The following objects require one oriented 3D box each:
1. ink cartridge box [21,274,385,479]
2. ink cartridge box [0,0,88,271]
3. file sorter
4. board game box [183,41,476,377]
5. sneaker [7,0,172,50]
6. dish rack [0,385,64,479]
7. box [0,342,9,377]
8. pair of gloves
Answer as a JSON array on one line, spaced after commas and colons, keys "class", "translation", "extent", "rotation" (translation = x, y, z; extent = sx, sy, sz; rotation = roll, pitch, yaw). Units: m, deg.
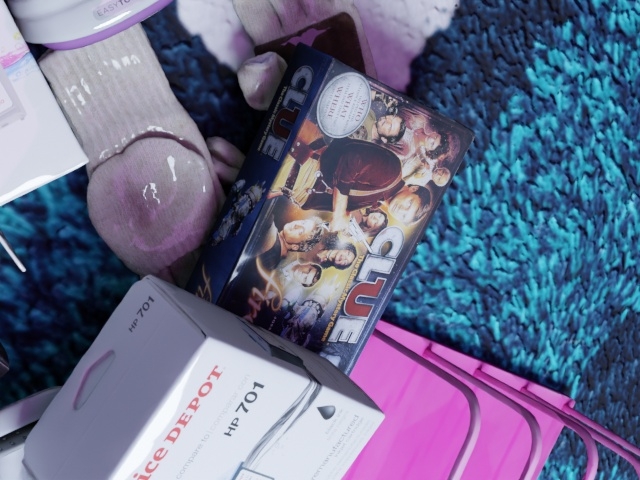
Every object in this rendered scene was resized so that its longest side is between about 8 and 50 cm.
[{"class": "ink cartridge box", "translation": [-0.068, 0.125, 0.537], "extent": [0.140, 0.082, 0.190], "rotation": [-55, 138, 2]}, {"class": "ink cartridge box", "translation": [-0.197, -0.091, 0.463], "extent": [0.067, 0.115, 0.198], "rotation": [-30, 119, -18]}, {"class": "file sorter", "translation": [0.138, 0.221, 0.707], "extent": [0.290, 0.182, 0.202], "rotation": [24, 92, -32]}, {"class": "board game box", "translation": [0.000, 0.000, 0.605], "extent": [0.165, 0.042, 0.243], "rotation": [15, 106, -45]}, {"class": "sneaker", "translation": [-0.072, -0.243, 0.483], "extent": [0.305, 0.114, 0.152], "rotation": [-37, 121, -14]}, {"class": "dish rack", "translation": [-0.236, 0.262, 0.468], "extent": [0.332, 0.072, 0.286], "rotation": [-22, 101, -50]}, {"class": "box", "translation": [-0.334, 0.094, 0.480], "extent": [0.231, 0.056, 0.183], "rotation": [-45, 122, -10]}, {"class": "pair of gloves", "translation": [-0.056, -0.075, 0.590], "extent": [0.240, 0.042, 0.204], "rotation": [-24, 116, -20]}]
